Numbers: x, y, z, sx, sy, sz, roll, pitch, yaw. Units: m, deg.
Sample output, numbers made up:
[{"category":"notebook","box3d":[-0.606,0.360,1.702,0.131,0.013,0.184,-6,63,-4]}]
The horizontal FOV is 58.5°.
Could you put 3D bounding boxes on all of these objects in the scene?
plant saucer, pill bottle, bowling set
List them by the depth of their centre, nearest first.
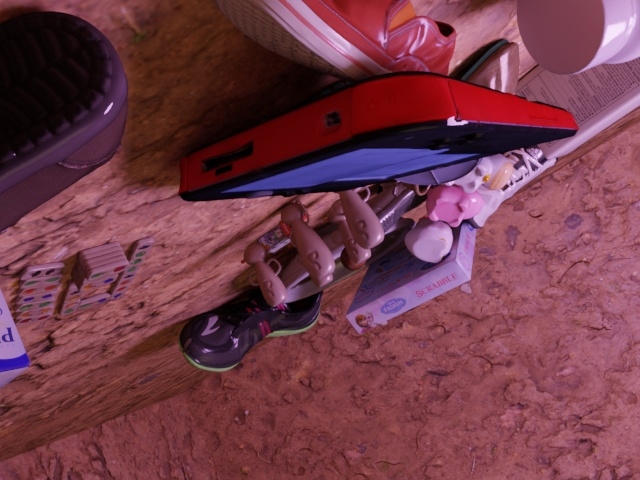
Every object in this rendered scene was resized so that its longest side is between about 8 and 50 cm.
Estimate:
[{"category":"pill bottle","box3d":[0.398,-0.315,0.699,0.283,0.161,0.161,-25,167,-15]},{"category":"bowling set","box3d":[0.000,0.000,1.118,0.287,0.154,0.200,-31,168,15]},{"category":"plant saucer","box3d":[0.048,0.024,1.447,0.400,0.101,0.400,-27,168,-6]}]

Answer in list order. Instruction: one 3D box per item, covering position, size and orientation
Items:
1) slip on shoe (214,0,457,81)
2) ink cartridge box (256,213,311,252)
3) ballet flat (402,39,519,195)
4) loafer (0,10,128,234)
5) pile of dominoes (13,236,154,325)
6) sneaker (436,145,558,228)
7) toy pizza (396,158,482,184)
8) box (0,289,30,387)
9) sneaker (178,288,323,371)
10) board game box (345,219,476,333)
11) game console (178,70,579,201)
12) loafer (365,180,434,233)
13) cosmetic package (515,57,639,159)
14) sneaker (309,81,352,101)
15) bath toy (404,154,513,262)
[{"category":"slip on shoe","box3d":[0.031,-0.200,0.531,0.331,0.123,0.101,-2,117,-52]},{"category":"ink cartridge box","box3d":[-0.070,-0.016,1.190,0.115,0.029,0.063,-31,167,13]},{"category":"ballet flat","box3d":[0.239,-0.182,0.976,0.116,0.124,0.342,-25,168,-38]},{"category":"loafer","box3d":[-0.295,-0.022,0.417,0.365,0.134,0.130,-27,167,-7]},{"category":"pile of dominoes","box3d":[-0.370,0.081,0.898,0.196,0.040,0.251,-19,164,-38]},{"category":"sneaker","box3d":[0.460,-0.184,1.470,0.257,0.169,0.447,-44,170,25]},{"category":"toy pizza","box3d":[0.164,-0.155,0.934,0.201,0.032,0.201,9,155,4]},{"category":"box","box3d":[-0.423,0.107,0.651,0.072,0.137,0.126,-33,167,15]},{"category":"sneaker","box3d":[-0.183,0.202,1.593,0.482,0.185,0.202,-22,148,-42]},{"category":"board game box","box3d":[0.240,0.071,1.462,0.318,0.066,0.318,-32,-169,29]},{"category":"game console","box3d":[0.055,-0.098,0.681,0.342,0.060,0.386,-2,176,-45]},{"category":"loafer","box3d":[0.167,-0.106,1.253,0.251,0.087,0.094,-38,156,-25]},{"category":"cosmetic package","box3d":[0.511,-0.300,1.022,0.113,0.160,0.309,-17,164,-45]},{"category":"sneaker","box3d":[0.059,-0.157,0.737,0.223,0.098,0.083,-31,168,9]},{"category":"bath toy","box3d":[0.297,-0.103,1.232,0.129,0.151,0.348,-78,-171,-52]}]
